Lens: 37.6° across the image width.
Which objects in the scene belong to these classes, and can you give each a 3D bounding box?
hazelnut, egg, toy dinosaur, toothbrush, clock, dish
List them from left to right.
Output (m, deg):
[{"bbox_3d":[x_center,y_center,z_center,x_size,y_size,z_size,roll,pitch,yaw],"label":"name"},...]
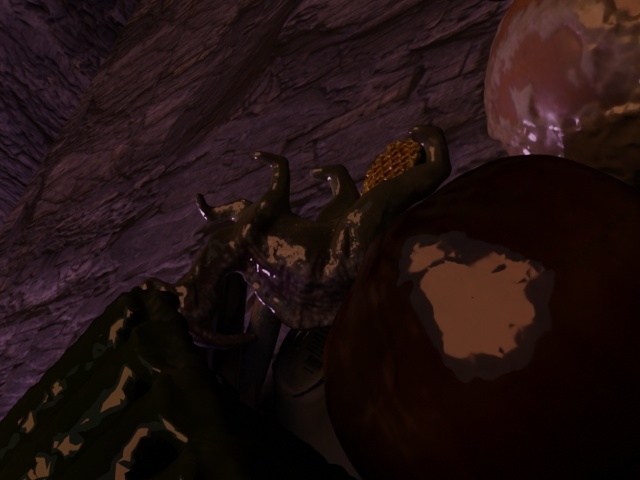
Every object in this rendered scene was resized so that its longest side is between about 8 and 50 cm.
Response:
[{"bbox_3d":[-0.126,0.189,0.835,0.273,0.049,0.279,-93,22,-61],"label":"clock"},{"bbox_3d":[-0.075,0.170,0.818,0.037,0.028,0.375,11,86,68],"label":"toothbrush"},{"bbox_3d":[-0.001,0.003,0.775,0.294,0.077,0.162,-9,71,4],"label":"toy dinosaur"},{"bbox_3d":[0.023,0.115,0.802,0.224,0.078,0.246,-47,27,8],"label":"dish"},{"bbox_3d":[0.111,0.071,0.577,0.251,0.217,0.217,-51,24,31],"label":"hazelnut"},{"bbox_3d":[0.228,-0.121,0.634,0.245,0.203,0.203,-23,38,33],"label":"egg"}]

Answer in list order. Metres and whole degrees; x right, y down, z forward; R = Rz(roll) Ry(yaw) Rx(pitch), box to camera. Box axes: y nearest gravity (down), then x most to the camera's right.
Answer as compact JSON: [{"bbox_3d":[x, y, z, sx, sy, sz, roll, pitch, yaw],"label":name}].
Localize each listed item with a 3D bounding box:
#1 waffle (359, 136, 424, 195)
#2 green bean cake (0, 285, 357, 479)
[{"bbox_3d":[0.080,-0.080,1.023,0.085,0.016,0.078,-16,44,49],"label":"waffle"},{"bbox_3d":[-0.034,0.221,0.502,0.218,0.319,0.335,-45,31,7],"label":"green bean cake"}]
